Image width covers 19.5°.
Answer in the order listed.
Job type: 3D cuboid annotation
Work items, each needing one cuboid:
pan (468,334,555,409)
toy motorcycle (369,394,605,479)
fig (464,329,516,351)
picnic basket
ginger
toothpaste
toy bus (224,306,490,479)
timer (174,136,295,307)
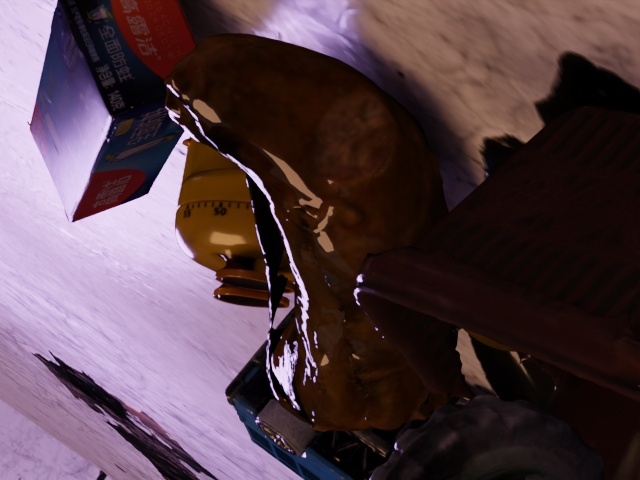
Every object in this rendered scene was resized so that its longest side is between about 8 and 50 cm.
[{"bbox_3d":[0.090,0.035,1.055,0.212,0.040,0.115,49,162,15],"label":"pan"},{"bbox_3d":[0.114,0.210,0.736,0.327,0.188,0.143,41,173,-26],"label":"toy motorcycle"},{"bbox_3d":[0.107,0.020,0.916,0.088,0.074,0.074,12,-176,-37],"label":"fig"},{"bbox_3d":[0.175,0.054,0.738,0.297,0.129,0.222,21,159,51],"label":"picnic basket"},{"bbox_3d":[0.011,0.009,0.984,0.133,0.107,0.309,32,151,27],"label":"ginger"},{"bbox_3d":[-0.129,-0.081,1.137,0.076,0.066,0.320,67,166,4],"label":"toothpaste"},{"bbox_3d":[0.060,0.150,1.318,0.234,0.116,0.133,34,162,21],"label":"toy bus"},{"bbox_3d":[-0.036,-0.021,1.133,0.107,0.109,0.107,8,168,2],"label":"timer"}]
